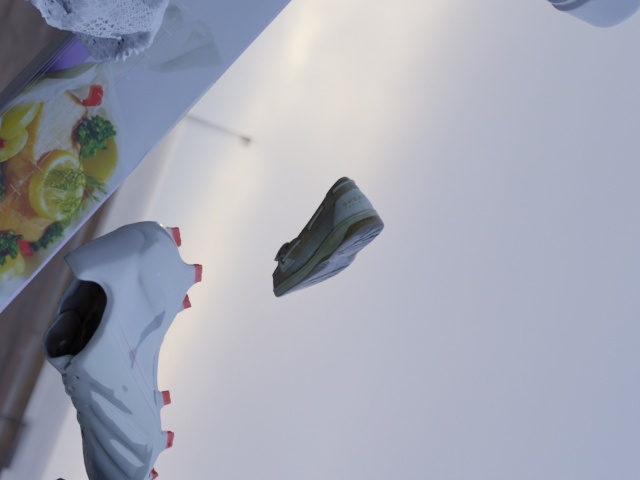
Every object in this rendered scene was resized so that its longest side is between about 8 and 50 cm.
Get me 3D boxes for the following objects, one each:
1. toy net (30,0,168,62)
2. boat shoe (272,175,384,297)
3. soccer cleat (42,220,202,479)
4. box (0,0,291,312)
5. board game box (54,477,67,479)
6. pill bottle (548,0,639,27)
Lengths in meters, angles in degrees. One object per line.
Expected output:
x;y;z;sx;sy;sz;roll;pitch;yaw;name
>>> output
-0.115;-0.152;0.559;0.045;0.122;0.232;-47;134;-43;toy net
-0.001;0.000;1.431;0.056;0.048;0.153;-21;167;-29;boat shoe
-0.119;0.070;0.986;0.068;0.076;0.196;52;-39;39;soccer cleat
-0.092;-0.075;0.820;0.324;0.063;0.067;-49;-163;-15;box
-0.088;0.225;1.067;0.165;0.243;0.042;-31;-145;53;board game box
0.117;-0.273;1.290;0.161;0.283;0.161;-52;-155;35;pill bottle
